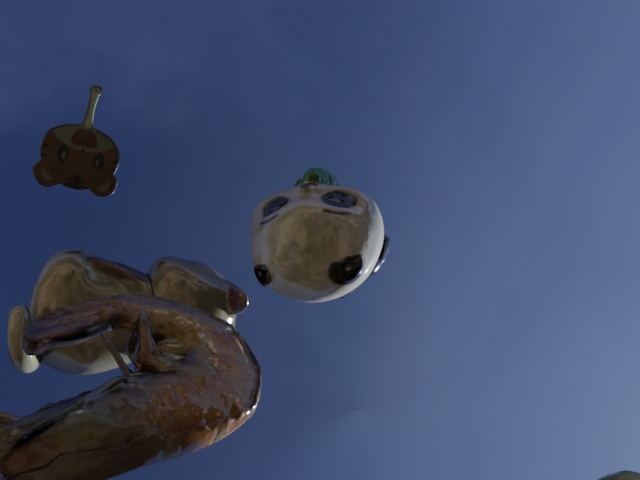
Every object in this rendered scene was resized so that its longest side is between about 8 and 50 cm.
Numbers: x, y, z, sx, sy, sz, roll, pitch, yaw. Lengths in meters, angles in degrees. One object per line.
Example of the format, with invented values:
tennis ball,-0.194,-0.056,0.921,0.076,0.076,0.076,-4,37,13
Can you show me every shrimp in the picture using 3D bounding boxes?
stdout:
shrimp,-0.148,0.096,0.352,0.143,0.251,0.052,41,-64,27

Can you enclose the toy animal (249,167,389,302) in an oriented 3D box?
toy animal,0.000,-0.010,0.868,0.212,0.267,0.213,-1,-94,12

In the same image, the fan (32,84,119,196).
fan,-0.468,-0.203,1.080,0.152,0.008,0.227,12,-103,-27

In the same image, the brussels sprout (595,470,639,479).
brussels sprout,0.372,0.373,0.672,0.161,0.181,0.144,13,-148,37

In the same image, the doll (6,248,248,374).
doll,-0.331,0.127,0.961,0.370,0.215,0.226,-2,-145,-25
